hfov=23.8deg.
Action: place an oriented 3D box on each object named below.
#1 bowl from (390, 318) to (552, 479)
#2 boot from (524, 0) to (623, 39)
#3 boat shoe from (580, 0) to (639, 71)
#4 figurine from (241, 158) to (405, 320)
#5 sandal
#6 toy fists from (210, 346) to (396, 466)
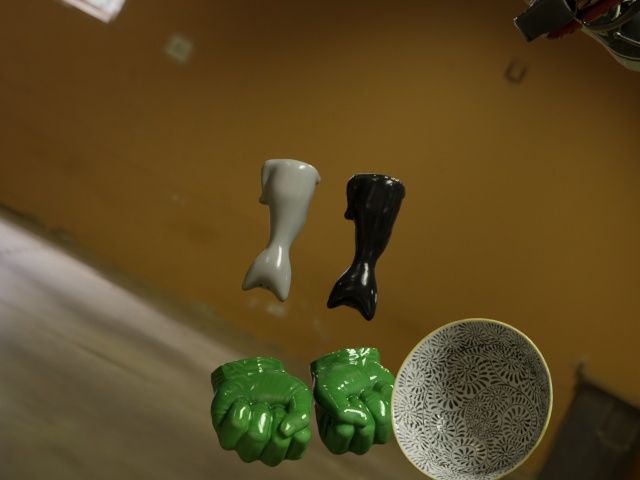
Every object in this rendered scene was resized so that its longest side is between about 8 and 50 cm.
[{"bbox_3d":[0.162,0.170,1.519,0.170,0.170,0.080,28,-5,34],"label":"bowl"},{"bbox_3d":[0.237,-0.372,1.491,0.284,0.138,0.377,65,-15,4],"label":"boot"},{"bbox_3d":[0.363,-0.272,1.860,0.070,0.078,0.219,48,-3,-39],"label":"boat shoe"},{"bbox_3d":[0.000,0.000,2.230,0.215,0.209,0.092,10,-14,10],"label":"figurine"},{"bbox_3d":[0.237,-0.206,1.251,0.054,0.097,0.254,54,-9,-3],"label":"sandal"},{"bbox_3d":[-0.014,0.229,2.092,0.279,0.142,0.096,-4,-31,-23],"label":"toy fists"}]
